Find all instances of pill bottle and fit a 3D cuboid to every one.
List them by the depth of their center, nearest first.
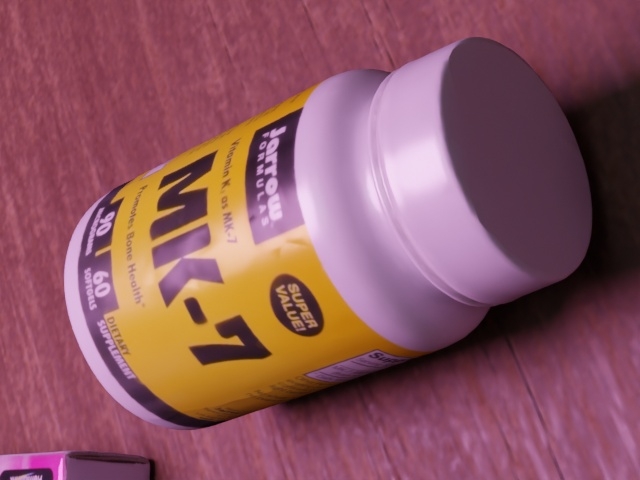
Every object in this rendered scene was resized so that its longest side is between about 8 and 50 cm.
[{"bbox_3d":[0.000,0.000,0.607,0.208,0.119,0.119,-24,63,38],"label":"pill bottle"}]

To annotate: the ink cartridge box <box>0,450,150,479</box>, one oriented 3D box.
[{"bbox_3d":[-0.173,0.295,0.737,0.175,0.069,0.371,-10,74,41],"label":"ink cartridge box"}]
